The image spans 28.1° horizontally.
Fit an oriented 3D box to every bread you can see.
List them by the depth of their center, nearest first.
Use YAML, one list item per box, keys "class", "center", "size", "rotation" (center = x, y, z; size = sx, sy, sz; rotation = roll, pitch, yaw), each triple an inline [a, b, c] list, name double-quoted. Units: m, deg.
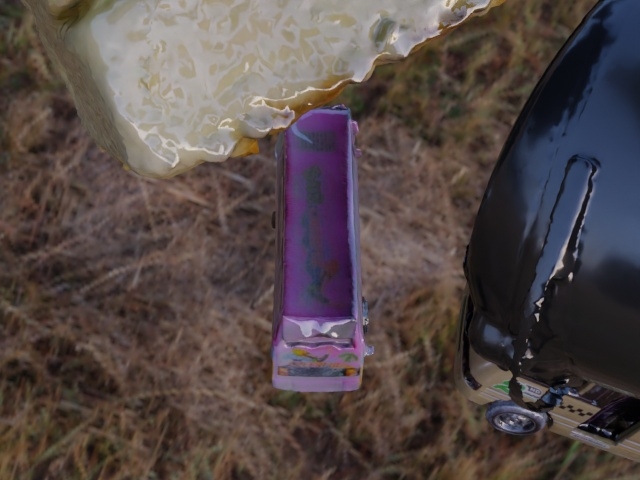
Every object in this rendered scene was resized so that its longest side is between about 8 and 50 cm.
- class: "bread"
  center: [-0.058, -0.248, 0.981]
  size: [0.371, 0.279, 0.390]
  rotation: [-32, 20, -8]

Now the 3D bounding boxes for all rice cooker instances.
- class: "rice cooker"
  center: [0.139, -0.016, 0.556]
  size: [0.118, 0.203, 0.142]
  rotation: [22, 4, 25]

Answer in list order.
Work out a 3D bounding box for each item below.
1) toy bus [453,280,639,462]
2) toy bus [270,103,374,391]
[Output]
- class: "toy bus"
  center: [0.260, 0.093, 1.005]
  size: [0.289, 0.157, 0.139]
  rotation: [22, 55, -11]
- class: "toy bus"
  center: [-0.001, 0.000, 1.165]
  size: [0.090, 0.112, 0.274]
  rotation: [0, 50, -2]
